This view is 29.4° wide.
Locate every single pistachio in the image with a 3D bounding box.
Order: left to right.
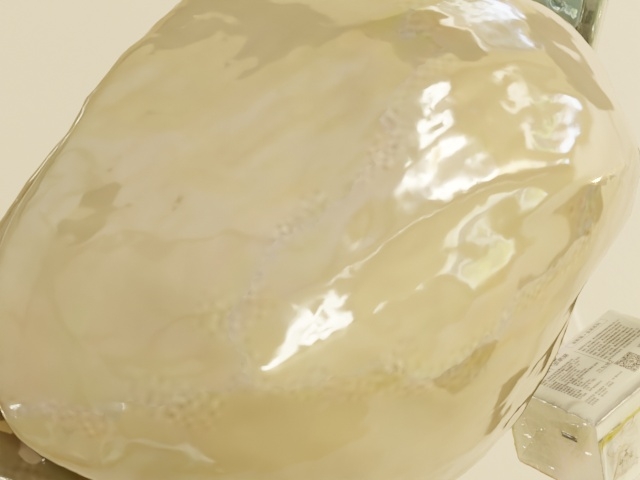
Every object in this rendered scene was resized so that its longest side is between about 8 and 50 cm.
[{"bbox_3d":[0.000,0.000,0.502,0.332,0.226,0.208,-37,-167,-32],"label":"pistachio"}]

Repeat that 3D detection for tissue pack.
[{"bbox_3d":[0.255,0.144,1.085,0.149,0.099,0.106,-31,-149,-29],"label":"tissue pack"}]

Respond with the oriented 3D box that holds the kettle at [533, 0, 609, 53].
[{"bbox_3d":[0.140,-0.265,1.350,0.342,0.319,0.247,15,-93,11],"label":"kettle"}]
